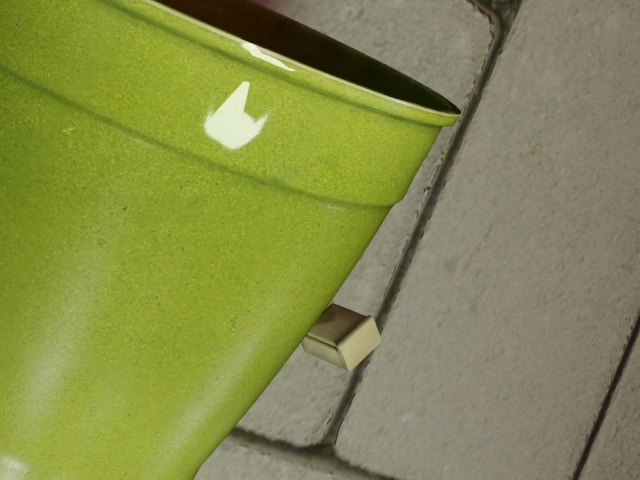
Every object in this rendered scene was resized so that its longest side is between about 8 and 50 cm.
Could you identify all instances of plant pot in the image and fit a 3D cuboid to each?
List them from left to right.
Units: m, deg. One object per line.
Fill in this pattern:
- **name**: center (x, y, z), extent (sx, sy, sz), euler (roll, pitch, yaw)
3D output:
- **plant pot**: center (-0.144, -0.004, 0.922), extent (0.366, 0.366, 0.353), euler (12, 106, -47)

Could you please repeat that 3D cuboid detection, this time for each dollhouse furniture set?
- **dollhouse furniture set**: center (0.000, 0.000, 1.155), extent (0.161, 0.182, 0.101), euler (-42, 130, -27)
